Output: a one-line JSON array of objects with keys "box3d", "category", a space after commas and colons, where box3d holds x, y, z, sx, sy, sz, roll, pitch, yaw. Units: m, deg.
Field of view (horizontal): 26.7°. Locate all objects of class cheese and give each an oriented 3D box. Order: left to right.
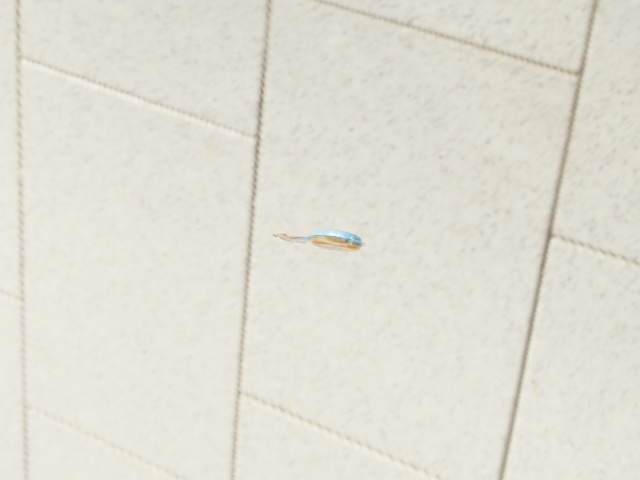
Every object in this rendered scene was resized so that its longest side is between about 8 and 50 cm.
[{"box3d": [0.000, -0.001, 1.292, 0.111, 0.047, 0.017, 3, 75, 46], "category": "cheese"}]
